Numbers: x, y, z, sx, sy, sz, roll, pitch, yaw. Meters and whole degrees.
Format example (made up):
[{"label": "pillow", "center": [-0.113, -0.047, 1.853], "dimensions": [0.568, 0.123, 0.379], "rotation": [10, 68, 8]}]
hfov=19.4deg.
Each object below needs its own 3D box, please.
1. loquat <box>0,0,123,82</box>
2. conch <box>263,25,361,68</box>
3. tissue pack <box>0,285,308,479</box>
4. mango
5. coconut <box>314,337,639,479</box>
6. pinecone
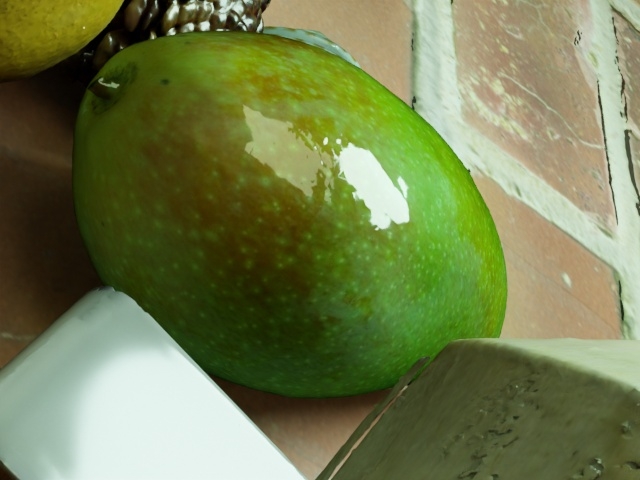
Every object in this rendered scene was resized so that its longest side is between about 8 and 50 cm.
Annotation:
[{"label": "loquat", "center": [-0.211, -0.192, 1.103], "dimensions": [0.208, 0.208, 0.208], "rotation": [32, 35, -26]}, {"label": "conch", "center": [-0.032, -0.103, 1.349], "dimensions": [0.135, 0.102, 0.153], "rotation": [28, 35, -5]}, {"label": "tissue pack", "center": [-0.135, 0.161, 0.783], "dimensions": [0.159, 0.246, 0.136], "rotation": [46, 29, -3]}, {"label": "mango", "center": [0.000, 0.000, 1.183], "dimensions": [0.382, 0.201, 0.225], "rotation": [30, 20, -47]}, {"label": "coconut", "center": [0.135, 0.207, 0.956], "dimensions": [0.352, 0.352, 0.352], "rotation": [32, 35, -26]}, {"label": "pinecone", "center": [-0.119, -0.154, 1.250], "dimensions": [0.173, 0.173, 0.173], "rotation": [32, 35, -26]}]
